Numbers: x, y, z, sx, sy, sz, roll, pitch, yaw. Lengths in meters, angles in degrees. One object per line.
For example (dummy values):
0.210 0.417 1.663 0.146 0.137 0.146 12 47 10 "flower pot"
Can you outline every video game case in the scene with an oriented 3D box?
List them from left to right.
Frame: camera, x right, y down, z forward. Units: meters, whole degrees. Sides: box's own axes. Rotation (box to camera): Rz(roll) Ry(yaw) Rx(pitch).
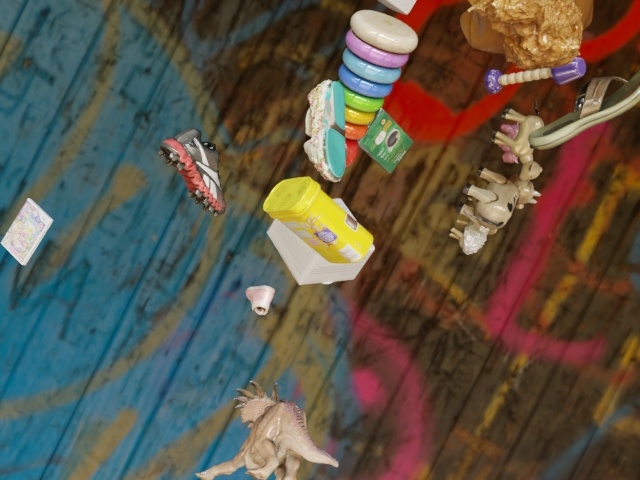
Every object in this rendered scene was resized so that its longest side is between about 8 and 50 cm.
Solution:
-0.646 -0.019 1.810 0.087 0.122 0.011 38 9 25 "video game case"

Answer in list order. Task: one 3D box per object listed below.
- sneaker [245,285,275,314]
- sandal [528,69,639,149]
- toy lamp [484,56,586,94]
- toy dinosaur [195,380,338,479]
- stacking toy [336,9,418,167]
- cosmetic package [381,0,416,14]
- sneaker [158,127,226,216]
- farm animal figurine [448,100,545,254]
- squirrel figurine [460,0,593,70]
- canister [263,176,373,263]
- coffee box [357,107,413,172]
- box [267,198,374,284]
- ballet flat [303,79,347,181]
-0.167 0.160 2.163 0.051 0.070 0.134 24 -19 -24 "sneaker"
0.581 -0.297 1.771 0.086 0.302 0.120 60 10 -11 "sandal"
0.567 -0.440 2.181 0.274 0.080 0.080 3 -17 47 "toy lamp"
-0.074 0.308 1.326 0.127 0.200 0.295 35 -33 -19 "toy dinosaur"
0.078 -0.295 1.696 0.141 0.330 0.141 16 33 -10 "stacking toy"
0.134 -0.670 2.084 0.231 0.085 0.117 23 12 -32 "cosmetic package"
-0.307 -0.183 2.178 0.097 0.135 0.276 21 -30 45 "sneaker"
0.488 -0.147 2.147 0.172 0.327 0.330 27 -30 15 "farm animal figurine"
0.407 -0.550 1.621 0.281 0.370 0.397 -6 38 11 "squirrel figurine"
-0.002 -0.032 1.464 0.170 0.073 0.126 41 -22 -27 "canister"
0.167 -0.269 2.207 0.040 0.113 0.184 35 0 40 "coffee box"
0.000 0.000 1.991 0.181 0.119 0.182 -3 48 -40 "box"
0.007 -0.202 1.582 0.077 0.241 0.091 -19 -40 30 "ballet flat"
